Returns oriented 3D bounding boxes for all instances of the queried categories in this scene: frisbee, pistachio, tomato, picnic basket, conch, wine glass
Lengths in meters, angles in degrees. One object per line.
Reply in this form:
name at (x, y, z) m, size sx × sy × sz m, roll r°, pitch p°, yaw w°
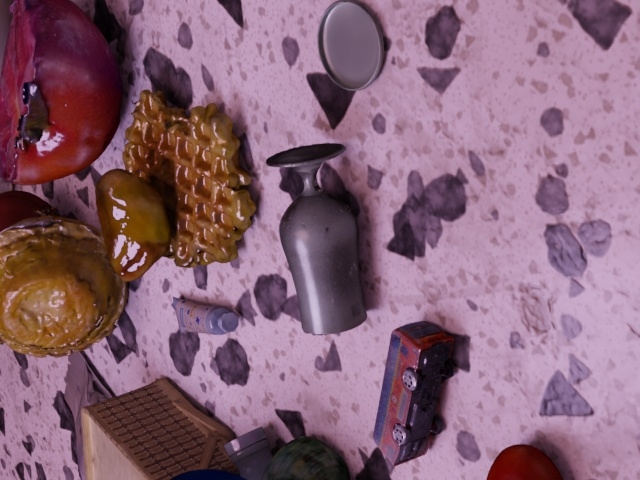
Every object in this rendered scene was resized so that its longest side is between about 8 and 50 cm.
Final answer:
frisbee at (0.036, -0.234, 1.214) m, size 0.110 × 0.014 × 0.110 m, roll 21°, pitch 120°, yaw 43°
pistachio at (-0.283, -0.030, 1.528) m, size 0.110 × 0.100 × 0.189 m, roll -130°, pitch 29°, yaw -55°
tomato at (-0.418, -0.252, 1.632) m, size 0.335 × 0.176 × 0.290 m, roll -63°, pitch 36°, yaw 42°
picnic basket at (-0.251, 0.411, 1.705) m, size 0.313 × 0.175 × 0.228 m, roll 33°, pitch 129°, yaw 43°
conch at (-0.007, 0.378, 1.427) m, size 0.188 × 0.176 × 0.122 m, roll 24°, pitch 163°, yaw 19°
wine glass at (0.000, 0.000, 1.284) m, size 0.103 × 0.103 × 0.231 m, roll 9°, pitch 114°, yaw 48°

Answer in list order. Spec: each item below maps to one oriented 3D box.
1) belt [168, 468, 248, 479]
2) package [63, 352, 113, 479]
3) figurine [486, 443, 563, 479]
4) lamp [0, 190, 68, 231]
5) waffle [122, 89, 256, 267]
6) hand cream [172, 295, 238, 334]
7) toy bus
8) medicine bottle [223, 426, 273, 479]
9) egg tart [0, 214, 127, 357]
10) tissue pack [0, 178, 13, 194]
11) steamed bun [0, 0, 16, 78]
belt at (-0.190, 0.447, 1.425) m, size 0.347 × 0.117 × 0.212 m, roll -35°, pitch 86°, yaw 43°
package at (-0.461, 0.358, 2.030) m, size 0.251 × 0.062 × 0.204 m, roll 59°, pitch 142°, yaw 35°
figurine at (0.211, 0.419, 1.142) m, size 0.270 × 0.261 × 0.211 m, roll 50°, pitch 165°, yaw 23°
lamp at (-0.560, 0.021, 1.874) m, size 0.227 × 0.227 × 0.227 m, roll 23°, pitch 122°, yaw 43°
waffle at (-0.205, -0.097, 1.527) m, size 0.300 × 0.058 × 0.282 m, roll -6°, pitch 102°, yaw 50°
hand cream at (-0.187, 0.124, 1.610) m, size 0.170 × 0.043 × 0.065 m, roll 1°, pitch 105°, yaw 55°
toy bus at (0.113, 0.190, 1.261) m, size 0.077 × 0.065 × 0.192 m, roll 39°, pitch 132°, yaw 44°
medicine bottle at (-0.072, 0.396, 1.545) m, size 0.090 × 0.090 × 0.217 m, roll -41°, pitch 72°, yaw 50°
egg tart at (-0.467, 0.097, 1.745) m, size 0.116 × 0.294 × 0.295 m, roll -116°, pitch 29°, yaw -56°
tissue pack at (-0.707, -0.176, 2.068) m, size 0.222 × 0.090 × 0.186 m, roll 48°, pitch 139°, yaw 28°
steamed bun at (-0.672, -0.339, 1.791) m, size 0.309 × 0.309 × 0.309 m, roll 23°, pitch 122°, yaw 43°
